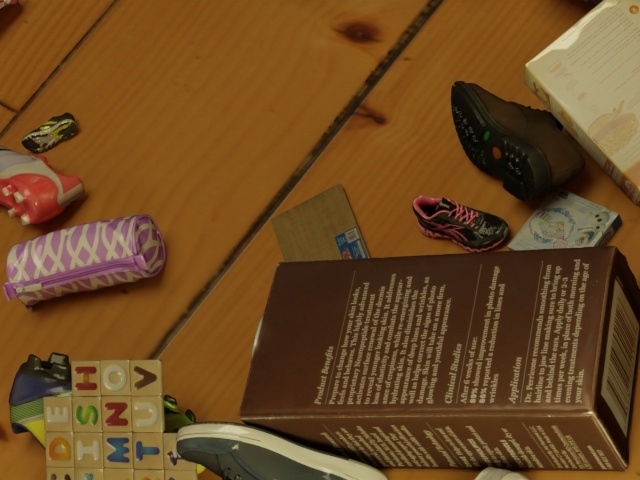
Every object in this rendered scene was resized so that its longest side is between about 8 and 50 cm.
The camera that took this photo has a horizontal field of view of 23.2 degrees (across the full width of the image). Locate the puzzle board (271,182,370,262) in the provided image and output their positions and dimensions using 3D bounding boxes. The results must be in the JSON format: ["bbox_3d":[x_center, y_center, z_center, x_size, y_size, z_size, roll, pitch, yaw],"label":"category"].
[{"bbox_3d":[0.000,0.000,1.838,0.096,0.011,0.128,-27,49,8],"label":"puzzle board"}]

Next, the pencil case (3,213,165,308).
[{"bbox_3d":[-0.294,0.025,1.930,0.206,0.086,0.088,-15,17,21],"label":"pencil case"}]

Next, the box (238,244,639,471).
[{"bbox_3d":[0.125,0.125,1.592,0.381,0.143,0.191,-2,57,26],"label":"box"}]

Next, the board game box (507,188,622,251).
[{"bbox_3d":[0.264,-0.006,1.688,0.090,0.020,0.090,28,72,40],"label":"board game box"}]

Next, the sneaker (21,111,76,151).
[{"bbox_3d":[-0.371,-0.149,2.145,0.083,0.031,0.035,-20,36,10],"label":"sneaker"}]

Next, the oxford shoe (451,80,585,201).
[{"bbox_3d":[0.222,-0.119,1.769,0.096,0.083,0.227,-18,39,-19],"label":"oxford shoe"}]

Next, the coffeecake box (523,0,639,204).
[{"bbox_3d":[0.332,-0.157,1.673,0.142,0.068,0.185,-39,77,-2],"label":"coffeecake box"}]

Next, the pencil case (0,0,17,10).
[{"bbox_3d":[-0.538,-0.309,2.314,0.098,0.095,0.209,29,76,24],"label":"pencil case"}]

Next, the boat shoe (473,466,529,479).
[{"bbox_3d":[0.133,0.296,1.514,0.063,0.066,0.184,16,68,52],"label":"boat shoe"}]

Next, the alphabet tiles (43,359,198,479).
[{"bbox_3d":[-0.218,0.248,1.696,0.198,0.009,0.237,-3,88,28],"label":"alphabet tiles"}]

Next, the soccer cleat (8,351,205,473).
[{"bbox_3d":[-0.241,0.222,1.777,0.289,0.093,0.121,20,100,33],"label":"soccer cleat"}]

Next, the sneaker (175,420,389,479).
[{"bbox_3d":[-0.061,0.282,1.579,0.226,0.086,0.163,16,66,10],"label":"sneaker"}]

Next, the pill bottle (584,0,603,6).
[{"bbox_3d":[0.367,-0.324,1.772,0.152,0.152,0.272,-47,48,-8],"label":"pill bottle"}]

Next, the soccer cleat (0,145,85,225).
[{"bbox_3d":[-0.414,-0.090,2.102,0.095,0.083,0.248,-25,35,-30],"label":"soccer cleat"}]

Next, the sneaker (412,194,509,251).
[{"bbox_3d":[0.152,-0.024,1.739,0.119,0.057,0.047,12,62,33],"label":"sneaker"}]
